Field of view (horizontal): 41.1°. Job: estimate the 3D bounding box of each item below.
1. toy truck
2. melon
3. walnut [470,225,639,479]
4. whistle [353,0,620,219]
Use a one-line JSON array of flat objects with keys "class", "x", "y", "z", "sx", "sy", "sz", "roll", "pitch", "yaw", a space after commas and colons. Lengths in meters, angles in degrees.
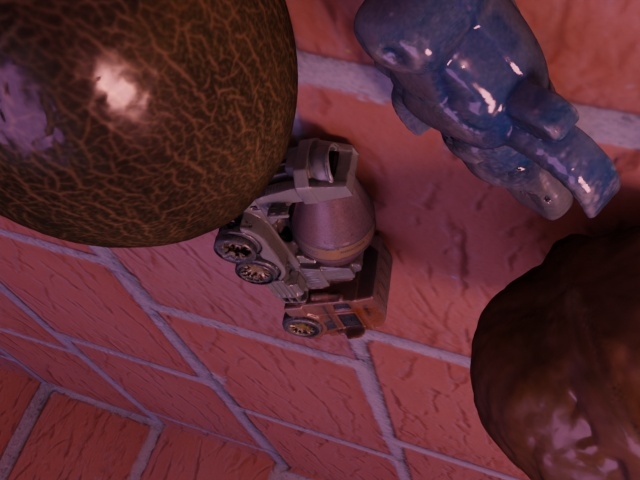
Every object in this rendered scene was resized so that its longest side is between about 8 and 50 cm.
[{"class": "toy truck", "x": 0.000, "y": 0.000, "z": 0.832, "sx": 0.140, "sy": 0.108, "sz": 0.256, "roll": -5, "pitch": 144, "yaw": 23}, {"class": "melon", "x": -0.138, "y": -0.119, "z": 0.521, "sx": 0.238, "sy": 0.237, "sz": 0.301, "roll": 6, "pitch": 154, "yaw": 33}, {"class": "walnut", "x": 0.247, "y": 0.104, "z": 0.683, "sx": 0.249, "sy": 0.248, "sz": 0.248, "roll": 18, "pitch": 156, "yaw": 8}, {"class": "whistle", "x": 0.104, "y": -0.093, "z": 0.554, "sx": 0.180, "sy": 0.093, "sz": 0.269, "roll": 33, "pitch": 171, "yaw": 45}]
